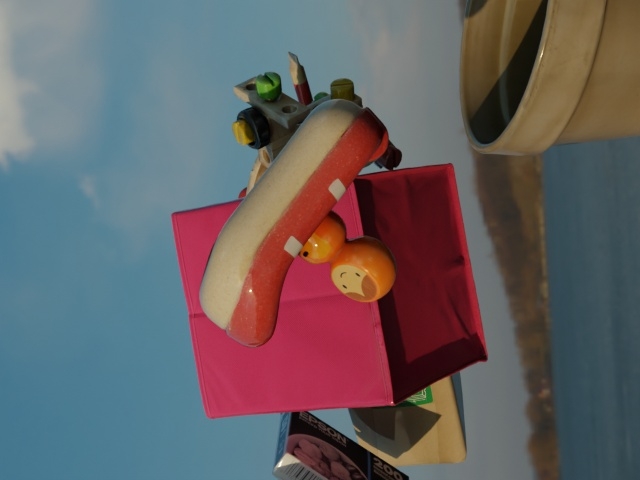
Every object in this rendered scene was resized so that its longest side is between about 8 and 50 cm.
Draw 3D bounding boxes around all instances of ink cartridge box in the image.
[{"bbox_3d":[0.032,0.308,1.535,0.045,0.206,0.208,-53,10,15],"label":"ink cartridge box"}]

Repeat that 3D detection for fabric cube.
[{"bbox_3d":[0.016,0.059,1.346,0.254,0.258,0.259,-10,-90,-58],"label":"fabric cube"}]

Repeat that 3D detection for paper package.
[{"bbox_3d":[0.115,0.136,1.717,0.310,0.168,0.325,-90,-12,-53],"label":"paper package"}]

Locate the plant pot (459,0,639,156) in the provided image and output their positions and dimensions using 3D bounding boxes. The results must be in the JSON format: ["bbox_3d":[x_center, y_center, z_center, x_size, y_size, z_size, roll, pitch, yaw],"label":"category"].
[{"bbox_3d":[0.338,-0.241,1.299,0.323,0.280,0.323,-173,90,-80],"label":"plant pot"}]

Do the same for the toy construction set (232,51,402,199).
[{"bbox_3d":[-0.024,-0.180,1.623,0.309,0.257,0.237,-110,2,-51],"label":"toy construction set"}]

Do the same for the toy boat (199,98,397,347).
[{"bbox_3d":[0.000,0.000,0.991,0.231,0.151,0.151,-53,3,-7],"label":"toy boat"}]
